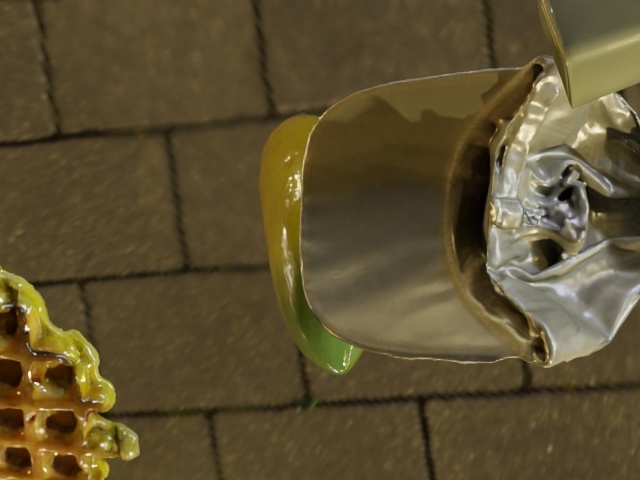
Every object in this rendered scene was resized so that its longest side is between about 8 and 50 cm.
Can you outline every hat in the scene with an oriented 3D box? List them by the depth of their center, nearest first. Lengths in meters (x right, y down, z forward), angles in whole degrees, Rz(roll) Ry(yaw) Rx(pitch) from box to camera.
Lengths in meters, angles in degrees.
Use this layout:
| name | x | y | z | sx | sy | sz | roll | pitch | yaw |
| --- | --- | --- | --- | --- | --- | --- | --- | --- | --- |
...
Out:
| name | x | y | z | sx | sy | sz | roll | pitch | yaw |
| --- | --- | --- | --- | --- | --- | --- | --- | --- | --- |
| hat | 0.117 | -0.019 | 1.266 | 0.245 | 0.149 | 0.214 | 2 | 88 | 38 |

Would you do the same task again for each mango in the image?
| name | x | y | z | sx | sy | sz | roll | pitch | yaw |
| --- | --- | --- | --- | --- | --- | --- | --- | --- | --- |
| mango | -0.002 | -0.006 | 1.411 | 0.091 | 0.237 | 0.137 | -13 | 128 | 1 |

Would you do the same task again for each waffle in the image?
| name | x | y | z | sx | sy | sz | roll | pitch | yaw |
| --- | --- | --- | --- | --- | --- | --- | --- | --- | --- |
| waffle | -0.259 | 0.129 | 1.308 | 0.238 | 0.058 | 0.243 | 42 | 123 | -13 |

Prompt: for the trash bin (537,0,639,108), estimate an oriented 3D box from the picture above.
| name | x | y | z | sx | sy | sz | roll | pitch | yaw |
| --- | --- | --- | --- | --- | --- | --- | --- | --- | --- |
| trash bin | 0.133 | -0.091 | 0.677 | 0.092 | 0.061 | 0.043 | -17 | 74 | 6 |
